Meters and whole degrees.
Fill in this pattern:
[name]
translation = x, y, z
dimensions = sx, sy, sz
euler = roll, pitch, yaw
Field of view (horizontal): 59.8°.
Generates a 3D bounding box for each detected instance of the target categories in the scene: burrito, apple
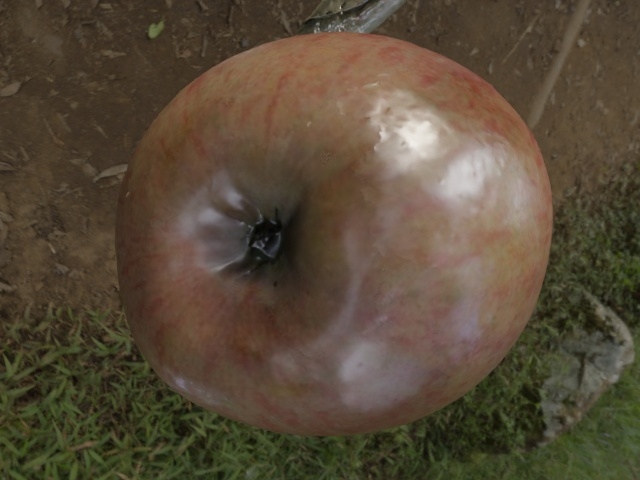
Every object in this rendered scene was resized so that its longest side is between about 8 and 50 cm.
[burrito]
translation = 0.053, -0.304, 0.715
dimensions = 0.226, 0.087, 0.060
euler = -40, 160, 11
[apple]
translation = 0.000, 0.000, 0.442
dimensions = 0.269, 0.344, 0.345
euler = -45, 130, -61
